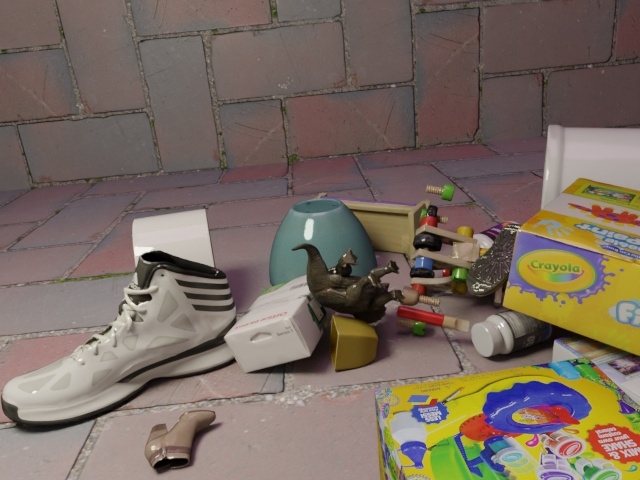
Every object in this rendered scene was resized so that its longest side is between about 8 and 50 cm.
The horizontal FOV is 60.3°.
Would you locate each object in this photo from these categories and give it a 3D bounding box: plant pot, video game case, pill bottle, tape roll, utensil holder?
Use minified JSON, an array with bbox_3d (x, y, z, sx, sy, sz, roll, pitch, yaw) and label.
[{"bbox_3d":[0.066,0.198,1.069,0.083,0.081,0.081,2,19,-7],"label":"plant pot"},{"bbox_3d":[0.000,0.000,1.445,0.291,0.195,0.290,-5,21,2],"label":"plant pot"},{"bbox_3d":[0.578,0.213,0.910,0.270,0.061,0.244,-12,23,-16],"label":"video game case"},{"bbox_3d":[0.429,0.025,1.388,0.194,0.108,0.108,-19,24,-32],"label":"pill bottle"},{"bbox_3d":[-0.339,0.055,1.316,0.169,0.246,0.246,-9,21,-10],"label":"tape roll"},{"bbox_3d":[0.364,0.172,1.053,0.137,0.078,0.078,-13,22,-19],"label":"pill bottle"},{"bbox_3d":[0.779,-0.132,1.418,0.386,0.327,0.327,5,23,22],"label":"utensil holder"}]

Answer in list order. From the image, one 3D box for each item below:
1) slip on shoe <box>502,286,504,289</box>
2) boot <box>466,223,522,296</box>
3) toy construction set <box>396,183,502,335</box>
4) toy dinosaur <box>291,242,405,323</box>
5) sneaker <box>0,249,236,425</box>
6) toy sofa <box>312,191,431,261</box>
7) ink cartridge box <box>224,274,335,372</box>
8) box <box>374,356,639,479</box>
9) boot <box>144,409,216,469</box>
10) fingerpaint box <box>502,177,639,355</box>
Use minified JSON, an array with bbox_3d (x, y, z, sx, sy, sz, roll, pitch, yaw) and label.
[{"bbox_3d":[0.450,0.096,1.282,0.136,0.051,0.041,5,19,5],"label":"slip on shoe"},{"bbox_3d":[0.379,0.092,1.104,0.189,0.208,0.076,-45,45,-17],"label":"boot"},{"bbox_3d":[0.305,0.081,1.168,0.238,0.257,0.308,12,45,12],"label":"toy construction set"},{"bbox_3d":[0.057,0.097,1.072,0.314,0.160,0.120,15,48,-40],"label":"toy dinosaur"},{"bbox_3d":[-0.377,0.155,1.039,0.448,0.257,0.169,-16,23,-26],"label":"sneaker"},{"bbox_3d":[0.148,-0.055,1.620,0.363,0.150,0.177,7,25,31],"label":"toy sofa"},{"bbox_3d":[-0.071,0.160,1.121,0.160,0.092,0.219,-20,14,25],"label":"ink cartridge box"},{"bbox_3d":[0.235,0.297,0.615,0.290,0.176,0.279,-8,21,-6],"label":"box"},{"bbox_3d":[-0.219,0.320,0.876,0.119,0.042,0.087,-13,28,-16],"label":"boot"},{"bbox_3d":[0.605,0.057,0.949,0.445,0.163,0.371,20,30,33],"label":"fingerpaint box"}]
